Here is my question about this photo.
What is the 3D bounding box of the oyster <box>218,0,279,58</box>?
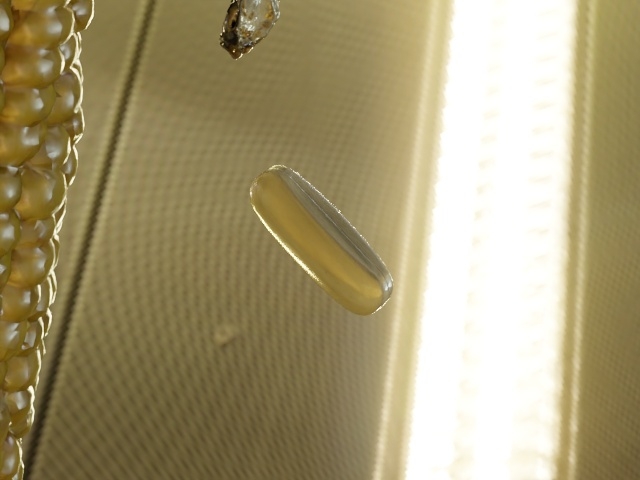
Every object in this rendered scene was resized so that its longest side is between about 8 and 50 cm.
[{"bbox_3d":[-0.042,-0.141,1.036,0.019,0.083,0.054,26,-141,19],"label":"oyster"}]

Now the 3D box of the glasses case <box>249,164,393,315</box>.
[{"bbox_3d":[0.000,0.000,0.818,0.083,0.032,0.021,46,-129,6],"label":"glasses case"}]

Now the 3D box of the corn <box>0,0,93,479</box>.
[{"bbox_3d":[-0.102,0.011,0.377,0.106,0.293,0.106,13,-161,-5],"label":"corn"}]
